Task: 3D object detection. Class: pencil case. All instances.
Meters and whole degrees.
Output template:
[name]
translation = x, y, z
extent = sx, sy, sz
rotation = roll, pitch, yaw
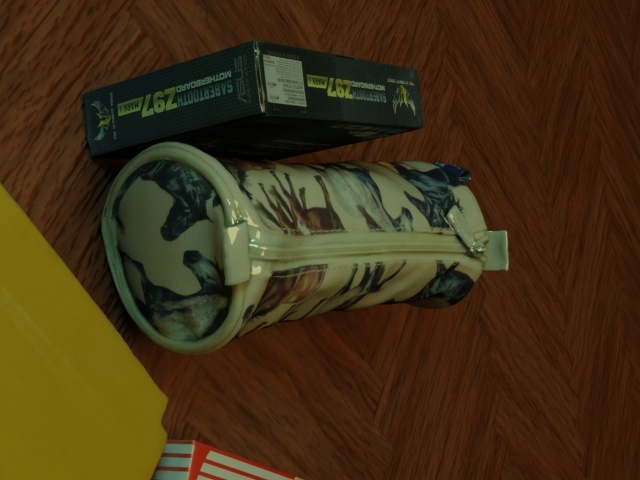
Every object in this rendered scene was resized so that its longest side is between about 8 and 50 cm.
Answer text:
[pencil case]
translation = 0.000, 0.000, 0.831
extent = 0.410, 0.184, 0.159
rotation = -3, 87, -53

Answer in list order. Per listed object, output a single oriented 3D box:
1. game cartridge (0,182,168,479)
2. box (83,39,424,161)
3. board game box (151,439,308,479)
[game cartridge]
translation = -0.231, 0.108, 0.568
extent = 0.323, 0.053, 0.285
rotation = 61, 30, -29
[box]
translation = -0.049, -0.108, 0.782
extent = 0.233, 0.184, 0.059
rotation = -4, 88, -55
[board game box]
translation = -0.073, 0.264, 0.794
extent = 0.193, 0.045, 0.146
rotation = 33, 57, -46
